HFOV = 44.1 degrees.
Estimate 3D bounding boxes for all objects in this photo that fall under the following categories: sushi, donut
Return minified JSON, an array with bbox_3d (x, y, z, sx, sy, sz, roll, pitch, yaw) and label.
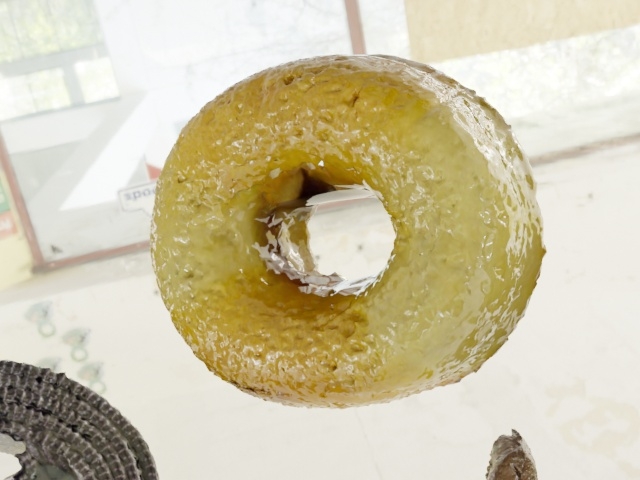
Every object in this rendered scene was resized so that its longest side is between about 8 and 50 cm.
[{"bbox_3d":[0.178,0.244,0.764,0.062,0.117,0.060,29,175,2],"label":"sushi"},{"bbox_3d":[0.000,-0.001,0.362,0.190,0.174,0.075,10,-173,30],"label":"donut"}]

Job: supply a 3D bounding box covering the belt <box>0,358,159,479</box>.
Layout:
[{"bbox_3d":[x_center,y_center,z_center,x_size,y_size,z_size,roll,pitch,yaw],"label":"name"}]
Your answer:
[{"bbox_3d":[-0.281,0.222,0.579,0.325,0.260,0.122,-9,164,-39],"label":"belt"}]
